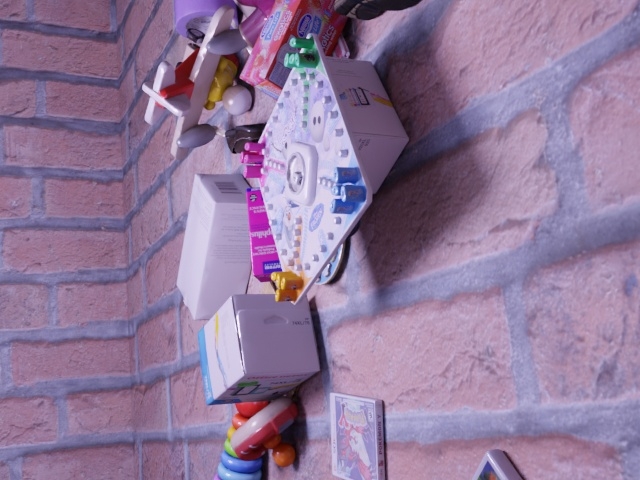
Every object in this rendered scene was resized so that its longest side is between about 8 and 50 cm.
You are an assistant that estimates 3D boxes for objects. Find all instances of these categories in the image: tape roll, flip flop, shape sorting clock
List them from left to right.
[{"bbox_3d":[-0.343,-0.677,2.301,0.189,0.189,0.080,-27,67,60],"label":"tape roll"},{"bbox_3d":[0.000,0.000,1.769,0.206,0.040,0.206,-2,88,63],"label":"shape sorting clock"},{"bbox_3d":[0.113,-0.500,1.511,0.277,0.112,0.080,9,82,68],"label":"flip flop"}]

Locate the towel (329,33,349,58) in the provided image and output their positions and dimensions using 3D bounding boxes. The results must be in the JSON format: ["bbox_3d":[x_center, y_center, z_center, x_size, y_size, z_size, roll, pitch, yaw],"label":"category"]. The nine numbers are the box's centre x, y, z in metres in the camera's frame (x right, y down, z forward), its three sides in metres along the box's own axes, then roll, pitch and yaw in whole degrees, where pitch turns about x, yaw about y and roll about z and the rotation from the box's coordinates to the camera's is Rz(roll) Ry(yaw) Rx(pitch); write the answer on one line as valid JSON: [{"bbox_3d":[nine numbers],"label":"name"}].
[{"bbox_3d":[-0.012,-0.395,1.745,0.197,0.029,0.144,-43,41,26],"label":"towel"}]

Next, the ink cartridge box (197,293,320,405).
[{"bbox_3d":[-0.156,0.265,1.854,0.270,0.198,0.197,-46,49,53],"label":"ink cartridge box"}]

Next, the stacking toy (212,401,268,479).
[{"bbox_3d":[-0.208,0.554,2.076,0.141,0.141,0.330,24,106,61],"label":"stacking toy"}]

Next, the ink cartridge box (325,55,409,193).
[{"bbox_3d":[0.040,-0.233,1.554,0.171,0.168,0.233,-61,39,44],"label":"ink cartridge box"}]

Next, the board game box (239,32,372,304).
[{"bbox_3d":[-0.050,-0.130,1.492,0.390,0.050,0.390,123,137,-50],"label":"board game box"}]

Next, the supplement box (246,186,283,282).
[{"bbox_3d":[-0.112,-0.016,1.872,0.114,0.111,0.220,65,-162,-78],"label":"supplement box"}]

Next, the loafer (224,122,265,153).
[{"bbox_3d":[-0.206,-0.283,2.159,0.220,0.080,0.078,-177,78,-68],"label":"loafer"}]

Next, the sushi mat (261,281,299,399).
[{"bbox_3d":[-0.104,0.248,1.990,0.316,0.019,0.151,58,138,46],"label":"sushi mat"}]

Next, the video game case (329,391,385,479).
[{"bbox_3d":[0.075,0.422,1.627,0.201,0.023,0.184,-12,79,62],"label":"video game case"}]

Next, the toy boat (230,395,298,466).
[{"bbox_3d":[-0.121,0.501,1.919,0.151,0.151,0.231,52,143,8],"label":"toy boat"}]

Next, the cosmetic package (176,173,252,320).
[{"bbox_3d":[-0.300,0.021,2.240,0.217,0.156,0.385,51,134,52],"label":"cosmetic package"}]

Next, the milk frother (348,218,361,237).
[{"bbox_3d":[0.008,-0.086,1.616,0.129,0.143,0.134,-60,27,-8],"label":"milk frother"}]

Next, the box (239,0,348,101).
[{"bbox_3d":[-0.053,-0.440,1.690,0.122,0.128,0.257,19,84,54],"label":"box"}]

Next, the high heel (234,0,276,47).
[{"bbox_3d":[-0.138,-0.653,2.047,0.181,0.127,0.377,-33,43,16],"label":"high heel"}]

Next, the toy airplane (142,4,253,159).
[{"bbox_3d":[-0.327,-0.434,2.174,0.384,0.272,0.386,-65,3,-10],"label":"toy airplane"}]

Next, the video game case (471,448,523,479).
[{"bbox_3d":[0.298,0.546,1.174,0.329,0.036,0.300,57,138,49],"label":"video game case"}]
